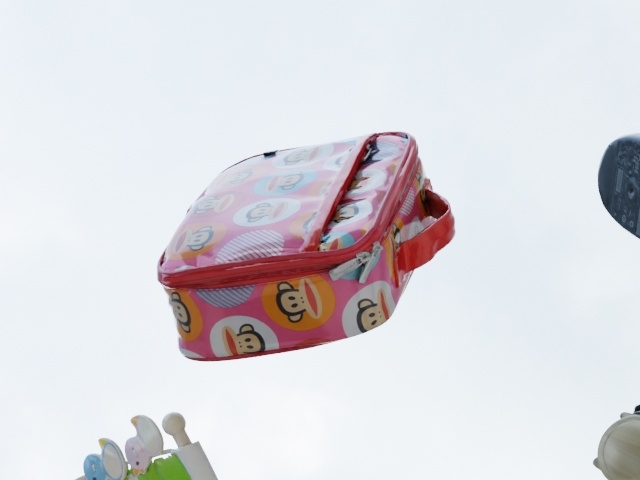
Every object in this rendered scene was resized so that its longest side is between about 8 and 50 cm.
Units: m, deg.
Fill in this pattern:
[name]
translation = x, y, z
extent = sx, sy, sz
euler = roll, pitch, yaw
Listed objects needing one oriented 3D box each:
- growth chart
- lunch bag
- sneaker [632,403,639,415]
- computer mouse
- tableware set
[growth chart]
translation = -0.123, 0.221, 1.184
extent = 0.021, 0.237, 0.172
euler = -28, -98, -45
[lunch bag]
translation = 0.000, 0.000, 1.613
extent = 0.258, 0.293, 0.120
euler = -8, -66, 18
[sneaker]
translation = 0.429, 0.230, 1.897
extent = 0.051, 0.170, 0.089
euler = -39, -17, -42
[computer mouse]
translation = 0.249, -0.009, 1.052
extent = 0.041, 0.242, 0.071
euler = -5, -65, -22
[tableware set]
translation = 0.310, 0.147, 1.392
extent = 0.020, 0.141, 0.168
euler = 38, -105, -48
